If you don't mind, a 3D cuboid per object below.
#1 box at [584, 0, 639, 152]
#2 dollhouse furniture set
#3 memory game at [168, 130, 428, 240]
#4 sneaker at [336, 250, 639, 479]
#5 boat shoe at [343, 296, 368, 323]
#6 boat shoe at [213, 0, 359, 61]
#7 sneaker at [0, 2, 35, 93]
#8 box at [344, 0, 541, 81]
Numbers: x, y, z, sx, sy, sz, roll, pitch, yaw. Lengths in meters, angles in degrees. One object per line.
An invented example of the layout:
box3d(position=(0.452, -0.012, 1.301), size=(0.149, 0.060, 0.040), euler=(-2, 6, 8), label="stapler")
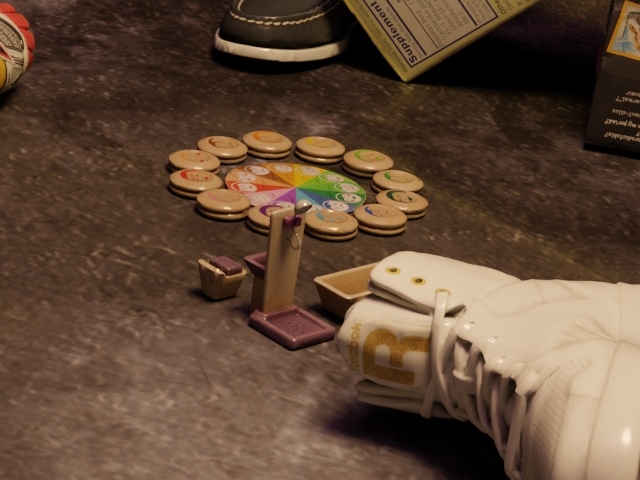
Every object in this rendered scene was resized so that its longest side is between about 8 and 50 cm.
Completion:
box3d(position=(0.312, -0.161, 1.584), size=(0.163, 0.142, 0.247), euler=(12, 24, 8), label="box")
box3d(position=(0.000, 0.000, 1.173), size=(0.114, 0.081, 0.091), euler=(-13, 30, -40), label="dollhouse furniture set")
box3d(position=(-0.016, -0.041, 1.358), size=(0.186, 0.012, 0.186), euler=(6, 23, -3), label="memory game")
box3d(position=(0.086, 0.081, 0.993), size=(0.169, 0.108, 0.292), euler=(8, 13, 6), label="sneaker")
box3d(position=(0.057, 0.046, 1.153), size=(0.100, 0.035, 0.035), euler=(-7, -1, -22), label="boat shoe")
box3d(position=(-0.004, -0.225, 1.700), size=(0.114, 0.091, 0.302), euler=(14, 23, 16), label="boat shoe")
box3d(position=(-0.325, -0.150, 1.425), size=(0.225, 0.088, 0.093), euler=(6, 24, -2), label="sneaker")
box3d(position=(0.156, -0.271, 1.629), size=(0.243, 0.117, 0.213), euler=(-28, 16, 29), label="box")
